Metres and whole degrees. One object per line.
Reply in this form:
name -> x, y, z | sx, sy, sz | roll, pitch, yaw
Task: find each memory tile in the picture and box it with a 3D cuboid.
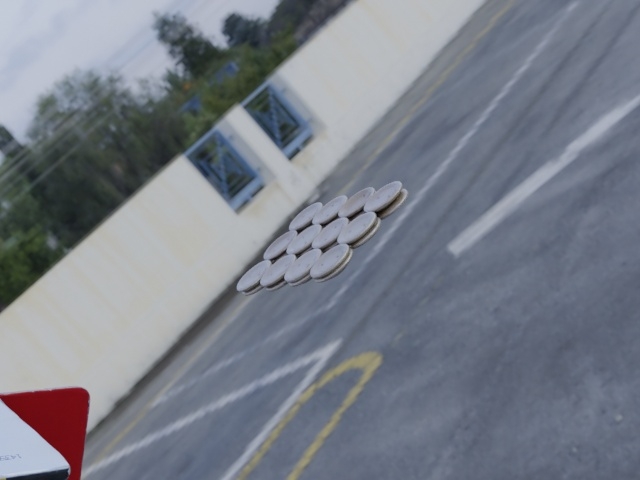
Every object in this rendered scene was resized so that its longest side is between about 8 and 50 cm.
memory tile -> 0.000, 0.000, 0.855 | 0.113, 0.012, 0.148 | -50, 20, -29

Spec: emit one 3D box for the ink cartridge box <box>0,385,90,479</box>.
ink cartridge box -> -0.254, 0.259, 0.643 | 0.272, 0.309, 0.130 | -1, 17, -38
